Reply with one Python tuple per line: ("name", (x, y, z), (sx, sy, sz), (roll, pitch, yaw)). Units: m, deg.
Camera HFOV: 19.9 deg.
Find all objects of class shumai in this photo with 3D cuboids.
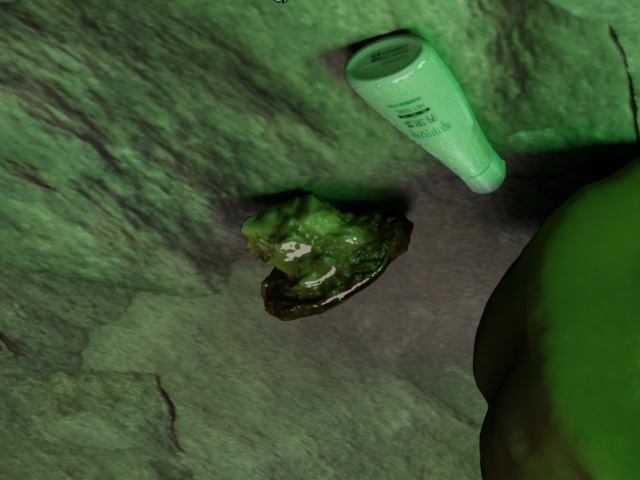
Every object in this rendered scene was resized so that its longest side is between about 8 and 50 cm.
("shumai", (0.011, 0.005, 1.514), (0.139, 0.105, 0.123), (-4, -163, 26))

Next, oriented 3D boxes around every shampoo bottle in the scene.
("shampoo bottle", (0.087, -0.090, 1.363), (0.069, 0.041, 0.190), (-19, 148, 20))

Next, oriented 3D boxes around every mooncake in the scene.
("mooncake", (0.301, 0.123, 1.436), (0.378, 0.379, 0.201), (6, 152, -14))

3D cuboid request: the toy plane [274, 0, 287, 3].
("toy plane", (-0.062, -0.197, 1.147), (0.120, 0.049, 0.031), (35, 137, -24))
